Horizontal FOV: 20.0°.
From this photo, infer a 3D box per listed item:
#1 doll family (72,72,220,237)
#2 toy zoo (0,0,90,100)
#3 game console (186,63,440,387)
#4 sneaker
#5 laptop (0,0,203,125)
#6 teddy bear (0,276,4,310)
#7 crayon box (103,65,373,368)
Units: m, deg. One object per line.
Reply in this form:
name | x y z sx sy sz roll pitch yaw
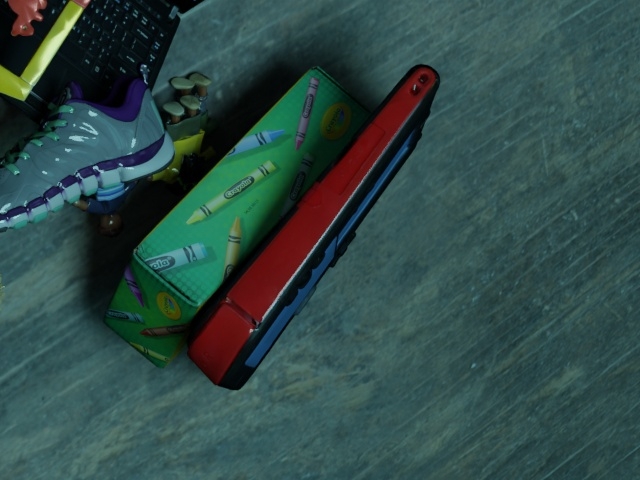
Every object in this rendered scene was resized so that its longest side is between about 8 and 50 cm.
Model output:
doll family | -0.162 -0.077 1.711 0.193 0.076 0.111 -19 132 -31
toy zoo | -0.262 -0.246 1.437 0.192 0.030 0.293 32 92 -13
game console | 0.000 0.000 1.769 0.342 0.060 0.386 -50 177 -4
sneaker | -0.233 -0.078 1.530 0.223 0.083 0.098 -24 110 -31
laptop | -0.160 -0.219 1.543 0.234 0.136 0.264 38 66 -45
teddy bear | -0.381 0.054 1.462 0.245 0.338 0.113 36 122 -20
crayon box | -0.078 -0.021 1.724 0.278 0.081 0.165 -48 176 -29
